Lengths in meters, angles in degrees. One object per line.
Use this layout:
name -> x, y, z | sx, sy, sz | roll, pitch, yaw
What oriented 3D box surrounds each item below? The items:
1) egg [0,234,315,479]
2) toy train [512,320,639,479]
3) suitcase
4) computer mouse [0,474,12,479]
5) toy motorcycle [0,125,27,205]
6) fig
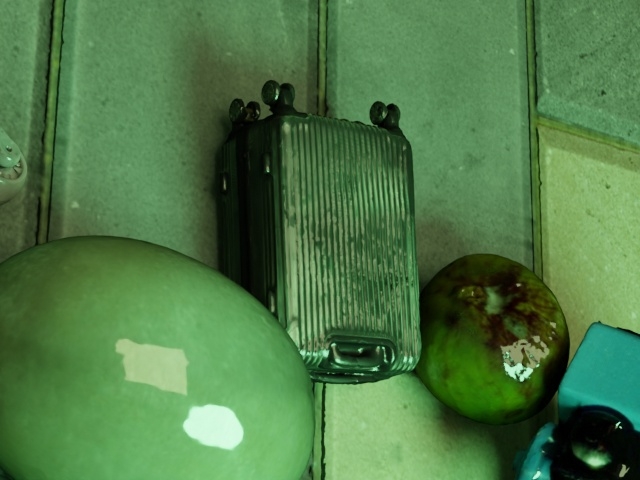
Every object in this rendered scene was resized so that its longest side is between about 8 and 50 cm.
egg -> -0.161, 0.132, 1.306 | 0.352, 0.258, 0.258 | 32, 60, -34
toy train -> 0.336, 0.254, 1.627 | 0.265, 0.188, 0.300 | -57, 153, -28
suitcase -> 0.000, 0.000, 1.547 | 0.202, 0.128, 0.312 | 7, 72, -35
computer mouse -> -0.304, 0.260, 1.215 | 0.288, 0.097, 0.159 | 41, 47, -46
toy motorcycle -> -0.373, -0.132, 1.340 | 0.254, 0.112, 0.112 | 41, 56, -19
fig -> 0.193, 0.119, 1.638 | 0.181, 0.181, 0.191 | -45, 128, -36
